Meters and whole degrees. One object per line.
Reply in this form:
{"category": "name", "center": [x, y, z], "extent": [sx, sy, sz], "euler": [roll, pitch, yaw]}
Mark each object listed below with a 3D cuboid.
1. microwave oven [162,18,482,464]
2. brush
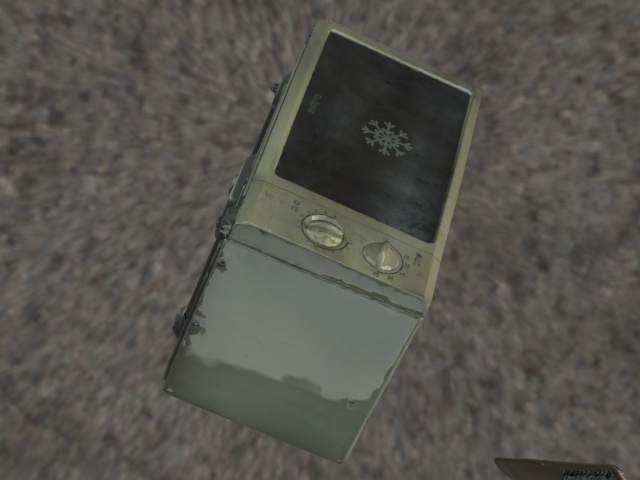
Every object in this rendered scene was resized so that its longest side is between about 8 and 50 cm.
{"category": "microwave oven", "center": [0.000, 0.000, 1.181], "extent": [0.145, 0.240, 0.194], "euler": [25, 130, -5]}
{"category": "brush", "center": [0.204, 0.208, 1.504], "extent": [0.034, 0.190, 0.027], "euler": [43, 70, -17]}
